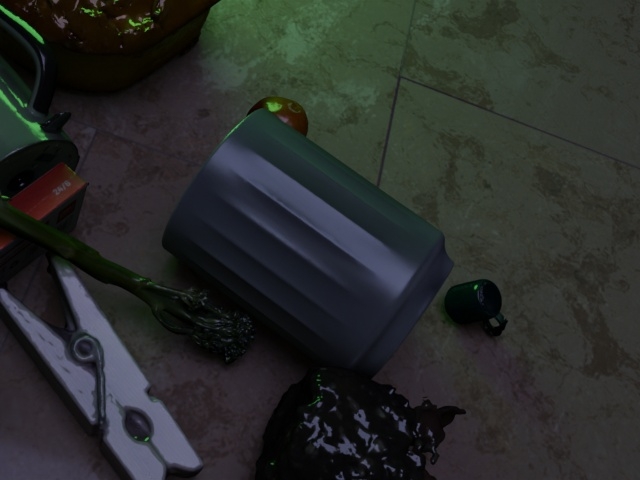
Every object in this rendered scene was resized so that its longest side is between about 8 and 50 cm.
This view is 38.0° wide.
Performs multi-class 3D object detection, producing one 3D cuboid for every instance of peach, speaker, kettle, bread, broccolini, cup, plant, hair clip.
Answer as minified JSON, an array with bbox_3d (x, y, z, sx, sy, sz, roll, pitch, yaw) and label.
[{"bbox_3d":[-0.064,-0.172,1.412,0.101,0.101,0.101,10,57,-15],"label":"peach"},{"bbox_3d":[0.237,0.098,1.373,0.094,0.075,0.060,32,59,-30],"label":"speaker"},{"bbox_3d":[-0.435,-0.181,1.209,0.255,0.240,0.165,51,18,16],"label":"kettle"},{"bbox_3d":[-0.339,-0.404,1.375,0.398,0.215,0.398,9,59,-15],"label":"bread"},{"bbox_3d":[-0.236,0.041,1.144,0.392,0.074,0.079,33,19,-32],"label":"broccolini"},{"bbox_3d":[0.000,0.000,1.269,0.327,0.237,0.323,35,24,3],"label":"cup"},{"bbox_3d":[0.045,0.266,1.138,0.234,0.178,0.204,29,42,-15],"label":"plant"},{"bbox_3d":[-0.271,0.168,1.130,0.101,0.085,0.331,-32,76,-31],"label":"hair clip"}]

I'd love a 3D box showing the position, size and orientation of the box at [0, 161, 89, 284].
[{"bbox_3d":[-0.395,0.005,1.160,0.050,0.123,0.229,42,56,4],"label":"box"}]
